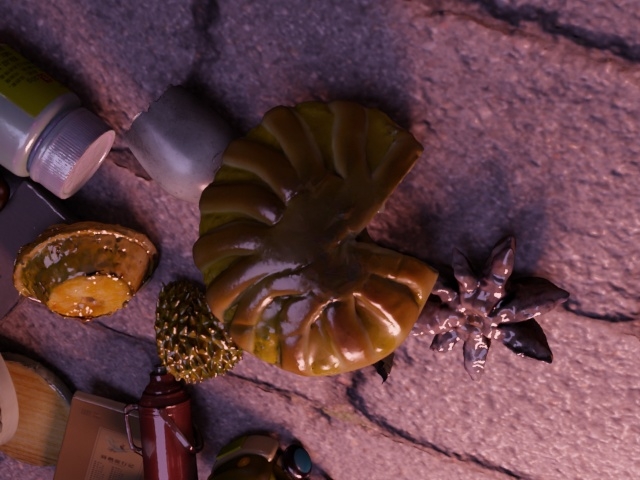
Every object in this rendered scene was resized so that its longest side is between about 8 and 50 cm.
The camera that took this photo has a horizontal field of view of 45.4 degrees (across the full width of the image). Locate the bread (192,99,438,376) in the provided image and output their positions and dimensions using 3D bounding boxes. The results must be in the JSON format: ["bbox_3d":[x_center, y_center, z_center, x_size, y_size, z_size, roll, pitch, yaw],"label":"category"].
[{"bbox_3d":[0.000,0.000,0.907,0.332,0.160,0.333,0,92,-11],"label":"bread"}]

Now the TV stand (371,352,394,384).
[{"bbox_3d":[0.005,0.122,1.131,0.249,0.036,0.042,36,125,-3],"label":"TV stand"}]

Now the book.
[{"bbox_3d":[-0.376,0.414,1.418,0.216,0.021,0.311,20,124,-7],"label":"book"}]

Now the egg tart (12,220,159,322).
[{"bbox_3d":[-0.345,0.055,1.132,0.212,0.090,0.213,-11,147,-7],"label":"egg tart"}]

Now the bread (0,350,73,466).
[{"bbox_3d":[-0.554,0.316,1.437,0.266,0.040,0.267,8,121,14],"label":"bread"}]

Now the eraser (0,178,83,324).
[{"bbox_3d":[-0.488,0.028,1.229,0.111,0.077,0.352,46,123,-7],"label":"eraser"}]

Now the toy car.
[{"bbox_3d":[-0.095,0.474,1.271,0.204,0.198,0.248,-32,104,31],"label":"toy car"}]

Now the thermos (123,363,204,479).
[{"bbox_3d":[-0.262,0.322,1.283,0.124,0.099,0.232,-6,95,-3],"label":"thermos"}]

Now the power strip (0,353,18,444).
[{"bbox_3d":[-0.682,0.250,1.314,0.357,0.161,0.358,17,121,30],"label":"power strip"}]

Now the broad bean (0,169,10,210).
[{"bbox_3d":[-0.519,-0.090,1.138,0.084,0.165,0.114,29,103,-42],"label":"broad bean"}]

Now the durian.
[{"bbox_3d":[-0.176,0.147,1.160,0.108,0.119,0.187,-8,114,28],"label":"durian"}]

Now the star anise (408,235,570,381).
[{"bbox_3d":[0.206,0.094,1.011,0.236,0.093,0.229,-2,117,18],"label":"star anise"}]

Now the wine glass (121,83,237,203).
[{"bbox_3d":[-0.143,-0.086,1.011,0.126,0.126,0.241,-36,106,32],"label":"wine glass"}]

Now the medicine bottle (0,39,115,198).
[{"bbox_3d":[-0.409,-0.170,1.046,0.225,0.139,0.139,36,124,-3],"label":"medicine bottle"}]
